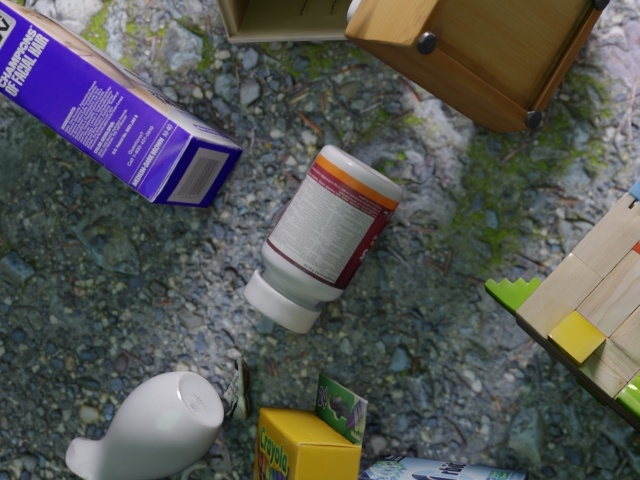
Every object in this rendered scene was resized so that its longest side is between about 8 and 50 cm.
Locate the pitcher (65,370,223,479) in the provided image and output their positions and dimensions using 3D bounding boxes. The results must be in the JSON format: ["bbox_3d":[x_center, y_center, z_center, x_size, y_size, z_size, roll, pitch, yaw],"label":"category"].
[{"bbox_3d":[-0.212,0.283,1.408,0.207,0.125,0.178,-39,100,23],"label":"pitcher"}]

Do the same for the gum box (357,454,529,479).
[{"bbox_3d":[0.152,0.300,1.273,0.184,0.157,0.041,3,90,17],"label":"gum box"}]

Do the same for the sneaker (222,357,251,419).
[{"bbox_3d":[-0.115,0.200,1.415,0.037,0.032,0.083,-3,88,16],"label":"sneaker"}]

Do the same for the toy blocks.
[{"bbox_3d":[0.419,0.091,1.204,0.381,0.191,0.261,43,89,17],"label":"toy blocks"}]

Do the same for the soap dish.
[{"bbox_3d":[0.190,-0.266,1.201,0.118,0.291,0.229,38,100,46],"label":"soap dish"}]

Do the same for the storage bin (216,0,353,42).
[{"bbox_3d":[-0.003,-0.380,1.266,0.262,0.260,0.123,2,50,16],"label":"storage bin"}]

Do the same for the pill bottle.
[{"bbox_3d":[0.000,0.000,1.337,0.121,0.121,0.221,34,99,14],"label":"pill bottle"}]

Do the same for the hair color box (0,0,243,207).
[{"bbox_3d":[-0.286,-0.178,1.389,0.339,0.185,0.110,34,98,13],"label":"hair color box"}]

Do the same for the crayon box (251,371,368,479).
[{"bbox_3d":[-0.028,0.335,1.297,0.083,0.203,0.323,7,91,-16],"label":"crayon box"}]
